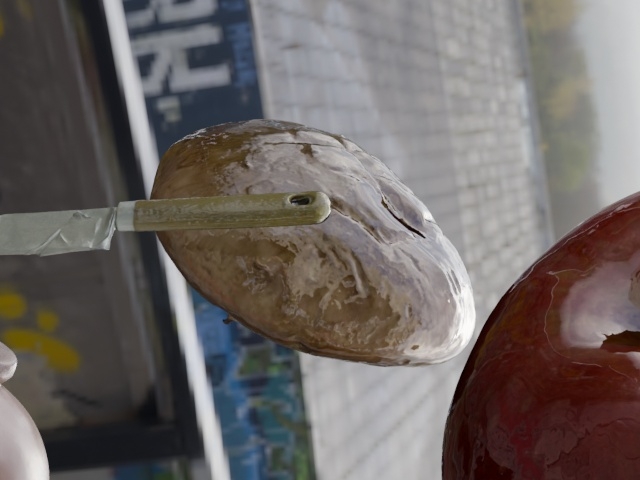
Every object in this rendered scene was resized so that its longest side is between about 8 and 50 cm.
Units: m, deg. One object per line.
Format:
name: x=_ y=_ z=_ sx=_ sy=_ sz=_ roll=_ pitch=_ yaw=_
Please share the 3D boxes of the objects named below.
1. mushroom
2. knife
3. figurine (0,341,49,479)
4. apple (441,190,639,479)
mushroom: x=0.000 y=0.000 z=1.174 sx=0.146 sy=0.278 sz=0.278 roll=-64 pitch=175 yaw=18
knife: x=-0.142 y=-0.007 z=1.020 sx=0.017 sy=0.298 sz=0.047 roll=83 pitch=6 yaw=-47
figurine: x=-0.183 y=0.109 z=0.702 sx=0.138 sy=0.125 sz=0.125 roll=-62 pitch=175 yaw=16
apple: x=0.189 y=0.097 z=0.675 sx=0.216 sy=0.260 sz=0.260 roll=57 pitch=25 yaw=-26
